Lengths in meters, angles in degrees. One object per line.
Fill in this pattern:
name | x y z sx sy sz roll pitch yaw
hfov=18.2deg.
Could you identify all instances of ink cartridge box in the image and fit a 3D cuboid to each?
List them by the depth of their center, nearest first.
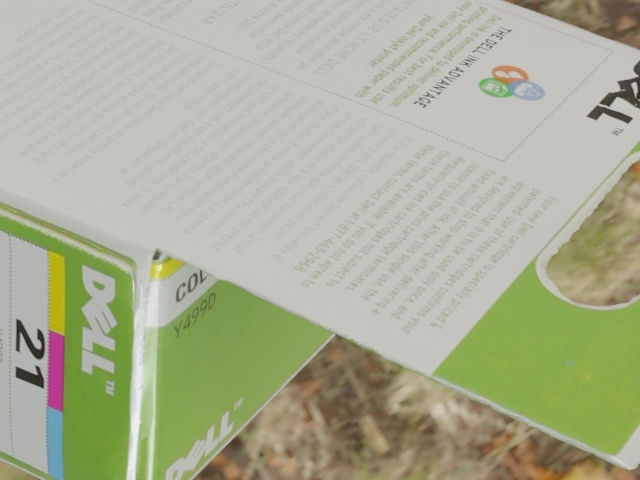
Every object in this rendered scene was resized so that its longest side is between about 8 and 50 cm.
ink cartridge box | 0.000 0.000 0.582 0.255 0.189 0.097 23 128 21
